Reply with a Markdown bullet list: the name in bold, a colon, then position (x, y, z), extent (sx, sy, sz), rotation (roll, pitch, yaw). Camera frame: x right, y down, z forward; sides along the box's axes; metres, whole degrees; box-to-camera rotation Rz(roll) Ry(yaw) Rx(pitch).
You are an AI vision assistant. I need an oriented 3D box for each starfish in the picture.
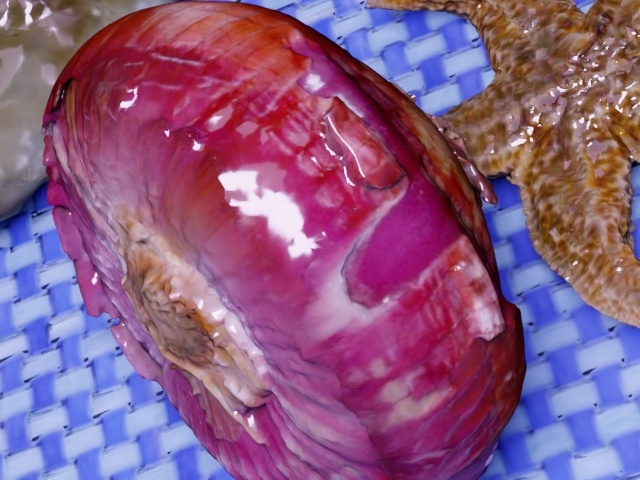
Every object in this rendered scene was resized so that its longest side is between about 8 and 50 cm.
- **starfish**: position (0.111, -0.064, 0.829), extent (0.277, 0.062, 0.236), rotation (-42, 49, 9)

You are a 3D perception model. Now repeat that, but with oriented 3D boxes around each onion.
- **onion**: position (0.000, 0.000, 0.765), extent (0.163, 0.230, 0.230), rotation (-31, 51, -29)

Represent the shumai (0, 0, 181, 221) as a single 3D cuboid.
- **shumai**: position (-0.273, -0.202, 0.914), extent (0.324, 0.323, 0.397), rotation (-36, 54, -4)
